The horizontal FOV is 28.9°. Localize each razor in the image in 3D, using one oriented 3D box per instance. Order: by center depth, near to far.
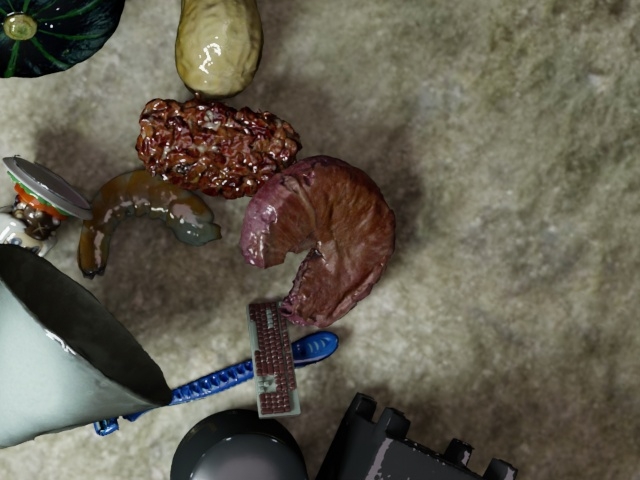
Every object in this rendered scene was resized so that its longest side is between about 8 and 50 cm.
[{"bbox_3d":[-0.131,0.172,1.561,0.324,0.056,0.093,-13,55,-15],"label":"razor"}]

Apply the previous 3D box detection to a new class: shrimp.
[{"bbox_3d":[-0.220,-0.003,1.550,0.161,0.049,0.166,34,84,-5],"label":"shrimp"}]

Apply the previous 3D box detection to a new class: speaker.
[{"bbox_3d":[0.083,0.339,1.499,0.184,0.232,0.254,26,85,-10],"label":"speaker"}]

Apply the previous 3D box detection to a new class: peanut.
[{"bbox_3d":[-0.122,-0.292,1.538,0.110,0.120,0.236,5,91,6],"label":"peanut"}]

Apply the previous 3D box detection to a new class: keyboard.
[{"bbox_3d":[-0.057,0.146,1.542,0.055,0.017,0.166,-1,52,-11],"label":"keyboard"}]

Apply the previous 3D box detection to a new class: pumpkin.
[{"bbox_3d":[-0.354,-0.328,1.462,0.248,0.248,0.248,0,88,-10],"label":"pumpkin"}]

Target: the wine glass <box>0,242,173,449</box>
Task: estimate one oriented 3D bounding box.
[{"bbox_3d":[-0.390,0.236,1.397,0.267,0.267,0.406,41,95,-7],"label":"wine glass"}]

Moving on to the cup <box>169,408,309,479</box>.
[{"bbox_3d":[-0.116,0.308,1.495,0.223,0.176,0.169,-30,97,-10],"label":"cup"}]

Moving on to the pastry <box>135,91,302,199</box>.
[{"bbox_3d":[-0.128,-0.114,1.536,0.208,0.097,0.115,8,74,-17],"label":"pastry"}]

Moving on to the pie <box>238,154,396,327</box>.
[{"bbox_3d":[0.000,0.000,1.543,0.204,0.054,0.218,-52,124,-7],"label":"pie"}]

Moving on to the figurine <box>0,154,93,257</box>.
[{"bbox_3d":[-0.366,-0.011,1.499,0.132,0.132,0.154,35,95,-7],"label":"figurine"}]
